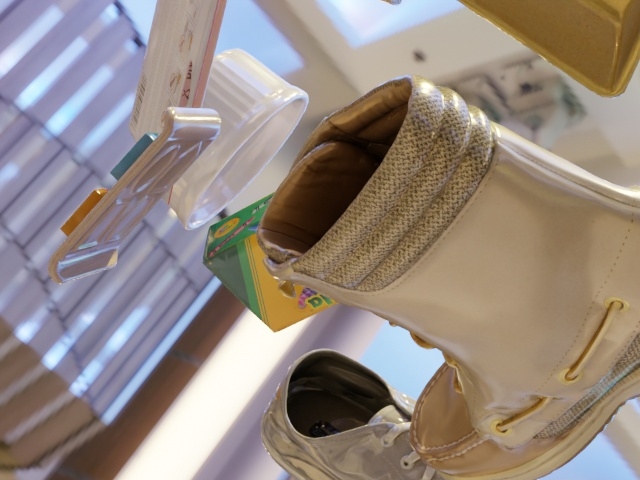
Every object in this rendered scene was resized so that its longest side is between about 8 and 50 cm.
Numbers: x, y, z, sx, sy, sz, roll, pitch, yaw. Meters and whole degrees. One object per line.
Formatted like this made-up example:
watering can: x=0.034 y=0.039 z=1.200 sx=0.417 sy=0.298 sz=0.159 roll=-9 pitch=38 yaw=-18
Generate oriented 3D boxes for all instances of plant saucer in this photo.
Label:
plant saucer: x=0.221 y=-0.349 z=1.275 sx=0.333 sy=0.081 sz=0.333 roll=37 pitch=-35 yaw=17

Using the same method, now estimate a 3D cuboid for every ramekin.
ramekin: x=-0.158 y=-0.162 z=2.019 sx=0.135 sy=0.277 sz=0.277 roll=41 pitch=-29 yaw=5

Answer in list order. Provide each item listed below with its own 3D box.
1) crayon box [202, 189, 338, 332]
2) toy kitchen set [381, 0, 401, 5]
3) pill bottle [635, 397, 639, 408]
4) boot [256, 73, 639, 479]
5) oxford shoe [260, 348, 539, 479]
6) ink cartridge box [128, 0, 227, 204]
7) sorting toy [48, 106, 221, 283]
crayon box: x=0.000 y=0.000 z=1.793 sx=0.278 sy=0.081 sz=0.165 roll=-27 pitch=-56 yaw=24
toy kitchen set: x=0.073 y=-0.401 z=1.534 sx=0.122 sy=0.166 sz=0.207 roll=23 pitch=-50 yaw=22
pill bottle: x=0.570 y=0.090 z=1.705 sx=0.224 sy=0.392 sz=0.224 roll=60 pitch=8 yaw=-15
boot: x=0.058 y=0.030 z=0.627 sx=0.203 sy=0.095 sz=0.262 roll=20 pitch=-31 yaw=-18
oxford shoe: x=0.119 y=0.247 z=1.374 sx=0.449 sy=0.169 sz=0.130 roll=27 pitch=-45 yaw=29
ink cartridge box: x=-0.165 y=-0.214 z=1.653 sx=0.239 sy=0.060 sz=0.275 roll=-125 pitch=-135 yaw=-54
sorting toy: x=-0.192 y=-0.054 z=1.357 sx=0.038 sy=0.208 sz=0.193 roll=39 pitch=10 yaw=4
